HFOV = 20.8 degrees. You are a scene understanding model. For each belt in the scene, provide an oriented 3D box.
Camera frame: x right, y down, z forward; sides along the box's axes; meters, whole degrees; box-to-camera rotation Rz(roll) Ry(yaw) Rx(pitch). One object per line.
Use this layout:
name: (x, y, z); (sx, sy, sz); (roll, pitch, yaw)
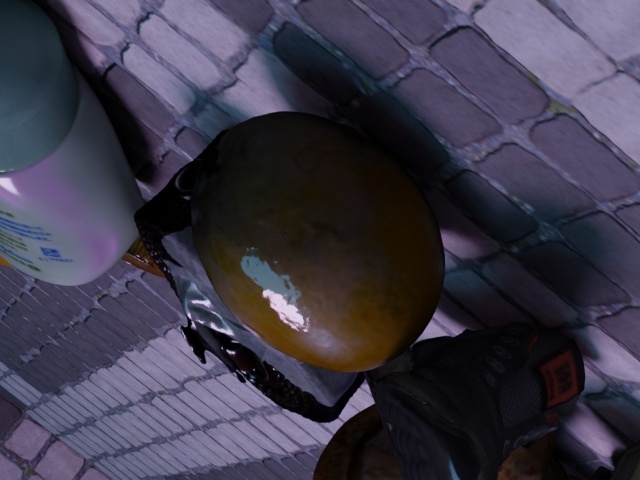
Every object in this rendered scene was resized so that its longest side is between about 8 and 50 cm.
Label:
belt: (-0.052, 0.046, 1.548); (0.184, 0.164, 0.289); (26, 157, 44)

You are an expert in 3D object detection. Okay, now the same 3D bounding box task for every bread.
bread: (-0.185, 0.001, 1.855); (0.085, 0.053, 0.085); (26, 170, 5)

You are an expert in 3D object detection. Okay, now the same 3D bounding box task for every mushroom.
mushroom: (0.112, 0.259, 1.645); (0.267, 0.267, 0.254); (23, 157, 36)

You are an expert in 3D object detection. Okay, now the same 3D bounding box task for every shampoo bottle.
shampoo bottle: (-0.282, -0.100, 1.629); (0.222, 0.151, 0.349); (36, 163, 22)

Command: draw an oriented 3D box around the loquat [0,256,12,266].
loquat: (-0.322, -0.037, 1.875); (0.141, 0.141, 0.141); (33, 161, 12)

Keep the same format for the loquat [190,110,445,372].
loquat: (0.000, 0.000, 1.332); (0.179, 0.179, 0.227); (18, 155, 44)

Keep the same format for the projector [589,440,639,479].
projector: (0.319, 0.275, 1.552); (0.193, 0.088, 0.269); (26, 159, 21)

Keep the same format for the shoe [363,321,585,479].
shoe: (0.137, 0.132, 1.391); (0.336, 0.171, 0.132); (-134, 24, -85)
